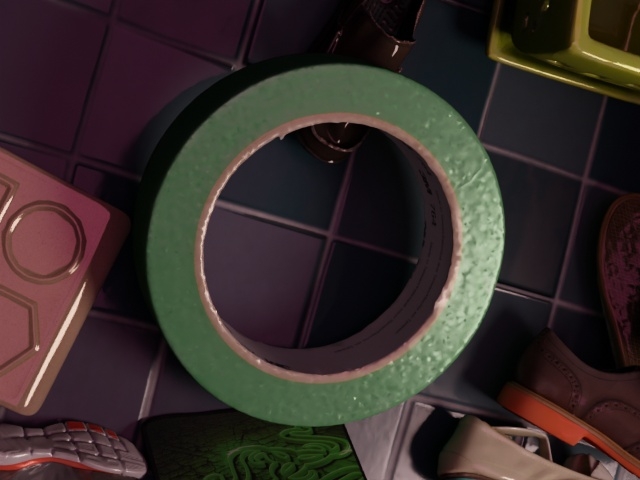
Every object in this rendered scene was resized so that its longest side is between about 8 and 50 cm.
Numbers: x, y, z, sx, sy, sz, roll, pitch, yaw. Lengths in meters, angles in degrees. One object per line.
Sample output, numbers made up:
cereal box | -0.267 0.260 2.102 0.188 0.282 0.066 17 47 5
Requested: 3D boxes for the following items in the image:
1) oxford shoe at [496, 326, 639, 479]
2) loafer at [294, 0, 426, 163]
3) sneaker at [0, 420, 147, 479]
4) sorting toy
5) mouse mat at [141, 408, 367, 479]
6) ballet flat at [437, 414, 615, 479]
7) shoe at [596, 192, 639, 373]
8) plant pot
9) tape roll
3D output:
oxford shoe | 0.309 0.175 1.334 0.271 0.097 0.098 27 88 0
loafer | 0.040 -0.175 1.271 0.080 0.078 0.220 23 83 -21
sneaker | -0.228 0.195 1.200 0.157 0.061 0.065 10 115 -21
sorting toy | -0.286 0.021 1.175 0.208 0.038 0.193 30 81 -24
mouse mat | -0.052 0.205 1.229 0.189 0.153 0.007 -3 135 -23
ballet flat | 0.228 0.232 1.366 0.248 0.086 0.086 24 83 -19
shoe | 0.314 0.062 1.407 0.076 0.058 0.219 -5 90 1
plant pot | 0.288 -0.245 1.300 0.228 0.207 0.227 13 87 -21
tape roll | 0.000 0.000 1.227 0.321 0.077 0.321 -4 105 -15
